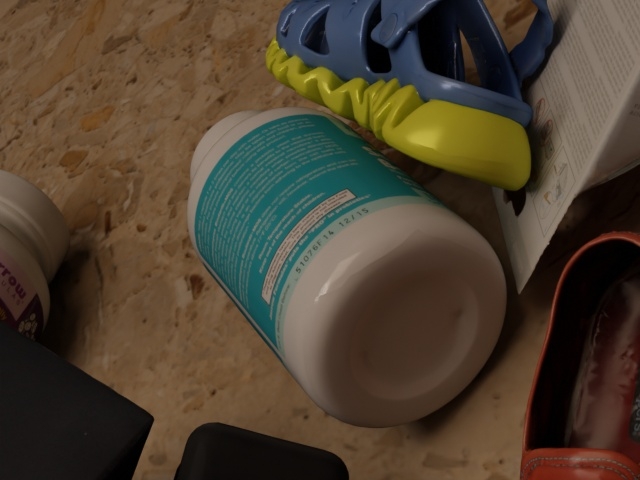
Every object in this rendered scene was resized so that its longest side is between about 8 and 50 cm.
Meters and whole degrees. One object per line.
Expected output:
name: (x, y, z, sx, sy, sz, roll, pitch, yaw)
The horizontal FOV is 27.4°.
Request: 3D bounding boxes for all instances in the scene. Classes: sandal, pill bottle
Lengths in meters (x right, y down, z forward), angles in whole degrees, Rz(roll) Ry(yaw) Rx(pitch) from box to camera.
sandal: (0.065, -0.136, 0.913, 0.317, 0.126, 0.138, 34, 106, 58)
pill bottle: (-0.335, 0.075, 1.120, 0.169, 0.169, 0.302, -19, 31, 36)
pill bottle: (0.000, 0.000, 0.888, 0.146, 0.146, 0.264, -49, 38, 4)

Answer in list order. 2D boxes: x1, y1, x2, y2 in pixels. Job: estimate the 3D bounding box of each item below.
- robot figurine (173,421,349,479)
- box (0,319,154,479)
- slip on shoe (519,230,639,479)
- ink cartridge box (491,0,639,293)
robot figurine: (-0.063, 0.247, 0.732, 0.173, 0.209, 0.278, -5, 56, 28)
box: (-0.284, 0.250, 0.738, 0.343, 0.179, 0.313, -49, -14, -51)
slip on shoe: (0.142, 0.143, 0.667, 0.123, 0.101, 0.331, -7, 57, 41)
ink cartridge box: (0.177, -0.105, 0.816, 0.189, 0.066, 0.232, -93, 16, -54)
